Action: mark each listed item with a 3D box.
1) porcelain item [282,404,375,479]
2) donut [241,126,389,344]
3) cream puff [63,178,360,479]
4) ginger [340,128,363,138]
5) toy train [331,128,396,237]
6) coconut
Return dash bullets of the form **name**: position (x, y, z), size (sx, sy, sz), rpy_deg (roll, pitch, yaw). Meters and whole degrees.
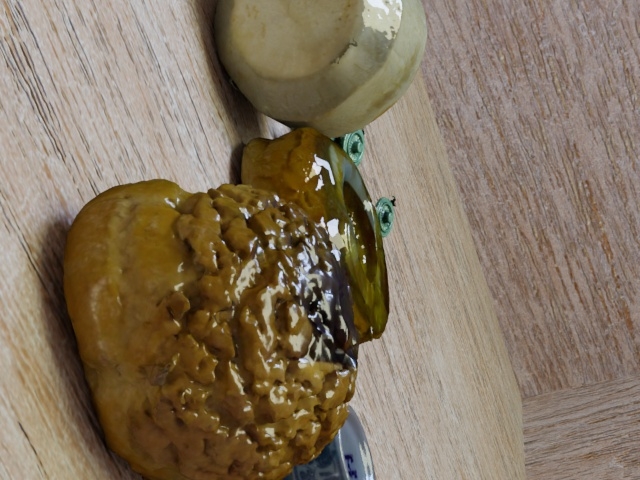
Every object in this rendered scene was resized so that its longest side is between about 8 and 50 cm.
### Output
- **porcelain item**: position (-0.005, 0.283, 1.579), size (0.147, 0.114, 0.147), rpy_deg (-16, 90, -77)
- **donut**: position (0.000, 0.000, 1.792), size (0.330, 0.160, 0.330), rpy_deg (45, 36, -47)
- **cream puff**: position (-0.086, 0.077, 1.219), size (0.327, 0.231, 0.343), rpy_deg (-84, 156, -48)
- **ginger**: position (-0.001, -0.315, 2.188), size (0.190, 0.126, 0.354), rpy_deg (56, 19, -69)
- **toy train**: position (0.014, -0.060, 2.075), size (0.189, 0.126, 0.307), rpy_deg (-55, 139, -29)
- **coconut**: position (0.000, -0.308, 1.863), size (0.323, 0.323, 0.323), rpy_deg (-14, 90, -77)
